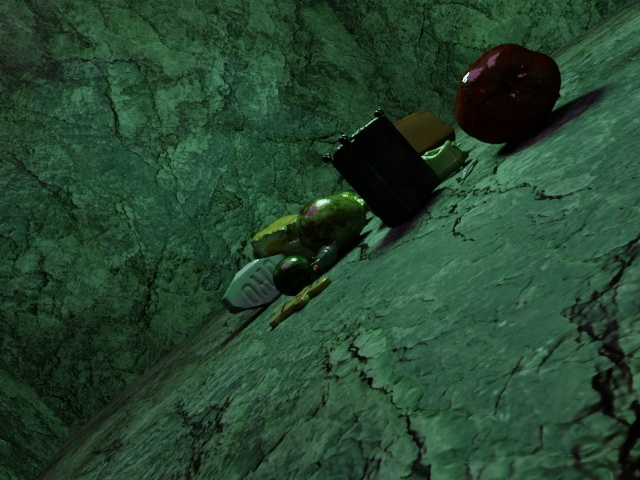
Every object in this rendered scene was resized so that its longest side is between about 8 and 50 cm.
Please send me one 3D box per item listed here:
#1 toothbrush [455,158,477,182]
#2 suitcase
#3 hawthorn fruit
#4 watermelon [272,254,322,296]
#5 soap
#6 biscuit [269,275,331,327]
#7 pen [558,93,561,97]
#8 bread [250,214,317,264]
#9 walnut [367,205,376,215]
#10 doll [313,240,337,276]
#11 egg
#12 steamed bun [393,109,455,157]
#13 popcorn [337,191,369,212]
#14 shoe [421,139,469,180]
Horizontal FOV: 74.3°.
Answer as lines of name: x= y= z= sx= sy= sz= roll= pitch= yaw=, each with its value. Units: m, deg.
toothbrush: x=0.458 y=-0.218 z=1.317 sx=0.017 sy=0.022 sz=0.204 roll=-30 pitch=7 yaw=44
suitcase: x=0.211 y=-0.233 z=1.405 sx=0.230 sy=0.335 sz=0.152 roll=-42 pitch=2 yaw=-31
hawthorn fruit: x=0.524 y=-0.409 z=1.234 sx=0.275 sy=0.275 sz=0.299 roll=-40 pitch=-6 yaw=-13
watermelon: x=-0.076 y=0.111 z=1.469 sx=0.187 sy=0.140 sz=0.140 roll=-36 pitch=5 yaw=8
soap: x=-0.269 y=0.190 z=1.821 sx=0.324 sy=0.192 sz=0.109 roll=-42 pitch=6 yaw=-30
biscuit: x=-0.063 y=0.185 z=1.353 sx=0.234 sy=0.030 sz=0.153 roll=-38 pitch=7 yaw=16
pen: x=0.714 y=-0.438 z=1.430 sx=0.025 sy=0.025 sz=0.204 roll=-41 pitch=6 yaw=-29
bread: x=-0.094 y=-0.009 z=2.058 sx=0.361 sy=0.250 sz=0.394 roll=-20 pitch=13 yaw=28
walnut: x=0.240 y=-0.154 z=1.565 sx=0.144 sy=0.144 sz=0.180 roll=-38 pitch=-9 yaw=8
doll: x=0.008 y=0.079 z=1.578 sx=0.180 sy=0.079 sz=0.094 roll=-52 pitch=-19 yaw=0
egg: x=0.041 y=-0.067 z=1.682 sx=0.290 sy=0.238 sz=0.238 roll=-29 pitch=7 yaw=13
steamed bun: x=0.356 y=-0.350 z=1.746 sx=0.380 sy=0.235 sz=0.248 roll=-33 pitch=-28 yaw=-24
popcorn: x=0.122 y=-0.124 z=1.960 sx=0.221 sy=0.184 sz=0.204 roll=-54 pitch=-14 yaw=-62
shoe: x=0.420 y=-0.268 z=1.559 sx=0.262 sy=0.128 sz=0.140 roll=-31 pitch=-5 yaw=42
